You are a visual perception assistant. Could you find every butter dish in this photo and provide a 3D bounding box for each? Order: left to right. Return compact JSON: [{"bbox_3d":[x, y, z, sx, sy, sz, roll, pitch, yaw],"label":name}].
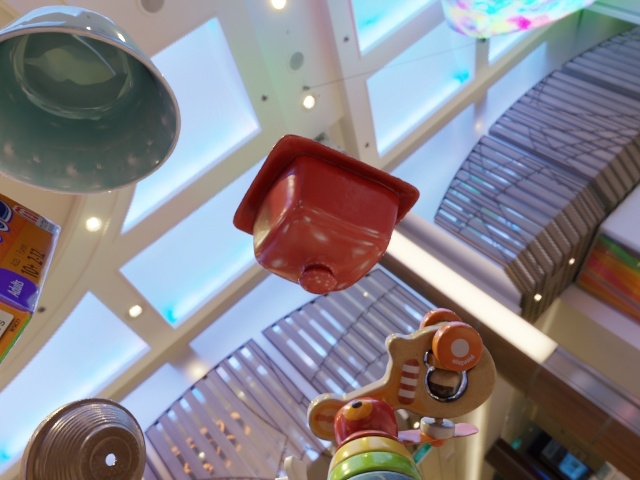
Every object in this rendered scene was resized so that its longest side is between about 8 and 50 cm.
[{"bbox_3d":[0.000,0.000,0.524,0.160,0.118,0.160,20,-42,-20],"label":"butter dish"}]

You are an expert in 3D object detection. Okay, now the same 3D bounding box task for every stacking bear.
[{"bbox_3d":[0.078,0.360,0.794,0.175,0.289,0.164,-20,-63,9],"label":"stacking bear"}]

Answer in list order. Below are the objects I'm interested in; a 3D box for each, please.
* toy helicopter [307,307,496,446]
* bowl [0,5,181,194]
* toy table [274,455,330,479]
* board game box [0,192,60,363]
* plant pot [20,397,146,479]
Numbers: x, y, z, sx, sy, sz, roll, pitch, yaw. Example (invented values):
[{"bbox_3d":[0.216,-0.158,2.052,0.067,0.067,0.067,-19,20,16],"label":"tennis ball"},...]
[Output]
[{"bbox_3d":[0.151,0.290,0.957,0.355,0.235,0.140,-21,5,0],"label":"toy helicopter"},{"bbox_3d":[-0.386,-0.236,0.824,0.312,0.163,0.311,-12,-34,-8],"label":"bowl"},{"bbox_3d":[-0.017,0.693,1.378,0.274,0.161,0.252,-12,-47,17],"label":"toy table"},{"bbox_3d":[-0.541,0.076,0.529,0.356,0.356,0.356,35,-92,-26],"label":"board game box"},{"bbox_3d":[-0.424,0.417,0.992,0.110,0.237,0.237,-22,-14,39],"label":"plant pot"}]
